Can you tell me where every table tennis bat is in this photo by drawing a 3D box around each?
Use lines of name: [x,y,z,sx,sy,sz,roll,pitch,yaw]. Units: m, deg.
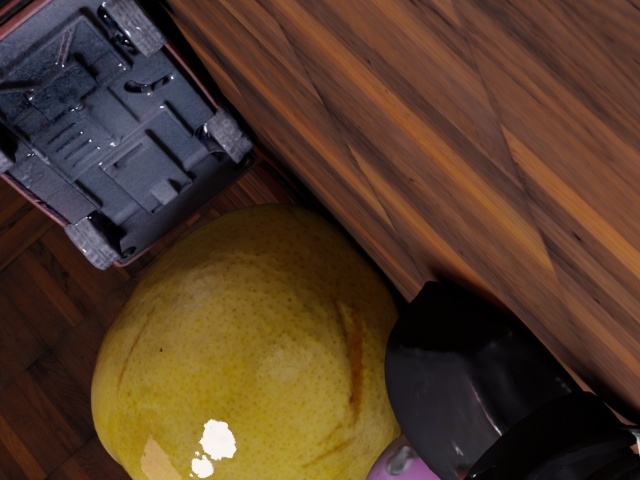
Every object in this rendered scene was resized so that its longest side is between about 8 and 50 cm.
table tennis bat: [0.000,0.000,1.840,0.138,0.022,0.246,47,174,38]

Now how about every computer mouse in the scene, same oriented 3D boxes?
computer mouse: [0.113,0.123,1.170,0.170,0.100,0.269,47,177,-10]

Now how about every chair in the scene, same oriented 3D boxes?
chair: [0.160,0.178,0.916,0.145,0.140,0.221,50,178,-8]

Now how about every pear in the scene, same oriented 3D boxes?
pear: [-0.059,0.129,1.634,0.314,0.314,0.314,48,176,4]

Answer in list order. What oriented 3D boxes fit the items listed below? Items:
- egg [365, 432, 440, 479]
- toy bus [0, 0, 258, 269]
egg: [0.153,0.264,1.473,0.271,0.196,0.196,30,-175,-26]
toy bus: [-0.230,-0.152,1.581,0.233,0.203,0.427,52,180,26]
